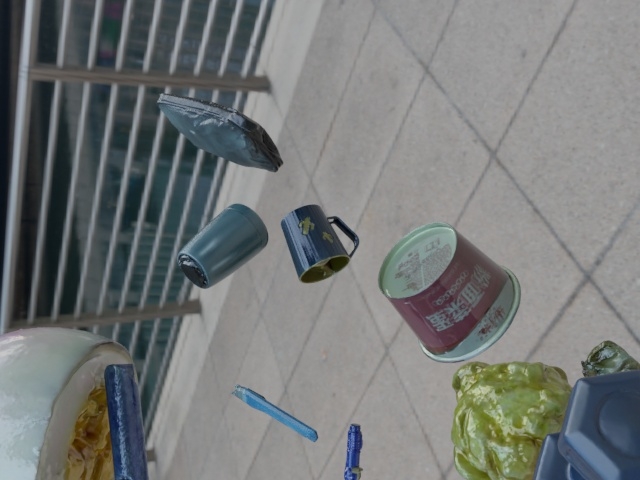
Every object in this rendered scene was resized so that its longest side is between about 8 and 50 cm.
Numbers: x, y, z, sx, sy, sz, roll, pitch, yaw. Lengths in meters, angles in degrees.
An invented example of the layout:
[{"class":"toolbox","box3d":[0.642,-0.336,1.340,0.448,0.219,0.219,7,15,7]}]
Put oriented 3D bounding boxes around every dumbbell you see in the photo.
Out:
[{"class":"dumbbell","box3d":[0.381,0.297,0.997,0.325,0.144,0.160,80,-150,-59]}]

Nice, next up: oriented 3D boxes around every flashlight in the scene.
[{"class":"flashlight","box3d":[0.066,0.411,1.398,0.057,0.035,0.121,33,-118,-83]}]

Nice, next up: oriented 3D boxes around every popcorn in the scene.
[{"class":"popcorn","box3d":[0.463,0.430,1.802,0.334,0.292,0.293,-57,-11,-60]}]

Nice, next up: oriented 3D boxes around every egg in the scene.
[{"class":"egg","box3d":[-0.554,0.323,1.333,0.354,0.340,0.354,7,-90,-77]}]

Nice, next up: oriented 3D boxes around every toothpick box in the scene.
[{"class":"toothpick box","box3d":[-0.209,0.016,1.552,0.120,0.184,0.120,30,144,25]}]

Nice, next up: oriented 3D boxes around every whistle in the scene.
[{"class":"whistle","box3d":[-0.336,0.369,1.287,0.062,0.062,0.304,-33,63,60]}]

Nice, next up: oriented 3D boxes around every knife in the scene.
[{"class":"knife","box3d":[-0.114,0.412,1.768,0.296,0.026,0.044,21,115,38]}]

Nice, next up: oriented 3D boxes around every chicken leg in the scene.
[{"class":"chicken leg","box3d":[0.573,0.307,1.354,0.201,0.429,0.152,25,72,45]}]

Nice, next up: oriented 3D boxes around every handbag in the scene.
[{"class":"handbag","box3d":[-0.227,-0.244,1.661,0.332,0.191,0.075,23,72,39]}]

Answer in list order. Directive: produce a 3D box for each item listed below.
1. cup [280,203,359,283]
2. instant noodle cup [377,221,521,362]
[{"class":"cup","box3d":[0.000,0.000,1.766,0.155,0.176,0.131,64,155,20]},{"class":"instant noodle cup","box3d":[0.231,0.089,1.386,0.235,0.178,0.235,-34,31,23]}]
